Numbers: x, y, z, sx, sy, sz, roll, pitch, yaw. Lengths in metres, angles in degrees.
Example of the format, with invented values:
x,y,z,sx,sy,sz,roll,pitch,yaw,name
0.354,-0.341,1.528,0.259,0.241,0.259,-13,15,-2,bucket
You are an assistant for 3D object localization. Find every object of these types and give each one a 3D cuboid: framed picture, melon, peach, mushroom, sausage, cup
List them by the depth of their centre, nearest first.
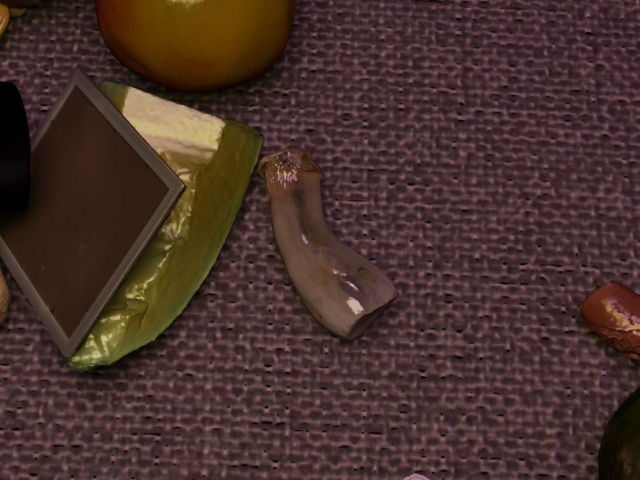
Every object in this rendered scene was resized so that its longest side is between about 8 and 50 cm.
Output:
x,y,z,sx,sy,sz,roll,pitch,yaw,name
-0.251,-0.035,1.328,0.217,0.017,0.274,-53,46,11,framed picture
-0.413,-0.104,1.345,0.177,0.166,0.239,-7,26,-25,cup
0.415,0.126,1.349,0.304,0.078,0.078,24,70,10,sausage
-0.200,-0.009,1.371,0.196,0.124,0.323,17,75,6,melon
-0.004,0.002,1.392,0.092,0.081,0.223,-33,69,6,mushroom
-0.137,-0.270,1.428,0.231,0.231,0.231,0,68,-1,peach

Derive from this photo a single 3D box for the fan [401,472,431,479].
x,y,z,sx,sy,sz,roll,pitch,yaw,name
0.126,0.295,1.311,0.220,0.009,0.132,-24,73,-9,fan

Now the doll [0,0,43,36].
x,y,z,sx,sy,sz,roll,pitch,yaw,name
-0.382,-0.301,1.510,0.188,0.096,0.145,-51,59,8,doll

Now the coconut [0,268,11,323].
x,y,z,sx,sy,sz,roll,pitch,yaw,name
-0.391,0.042,1.350,0.116,0.116,0.122,-26,75,-11,coconut

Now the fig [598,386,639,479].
x,y,z,sx,sy,sz,roll,pitch,yaw,name
0.366,0.192,1.250,0.195,0.195,0.244,2,84,0,fig
